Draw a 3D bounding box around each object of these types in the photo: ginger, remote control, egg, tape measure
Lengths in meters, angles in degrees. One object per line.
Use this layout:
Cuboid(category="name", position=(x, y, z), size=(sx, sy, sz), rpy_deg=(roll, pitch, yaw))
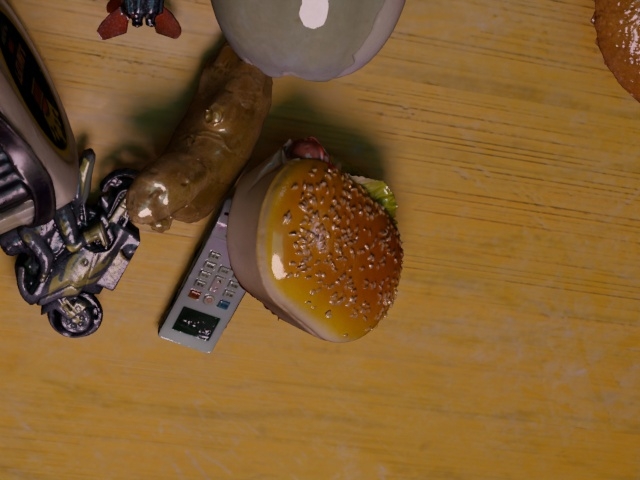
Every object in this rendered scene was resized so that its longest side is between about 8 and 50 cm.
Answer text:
Cuboid(category="ginger", position=(-0.103, -0.084, 1.445), size=(0.205, 0.081, 0.115), rpy_deg=(-54, 137, -13))
Cuboid(category="remote control", position=(-0.101, 0.035, 1.539), size=(0.065, 0.029, 0.166), rpy_deg=(20, 114, -21))
Cuboid(category="egg", position=(-0.007, -0.258, 1.332), size=(0.183, 0.183, 0.217), rpy_deg=(1, 123, -12))
Cuboid(category="tape measure", position=(-0.298, -0.096, 1.301), size=(0.133, 0.271, 0.231), rpy_deg=(-25, 116, 1))

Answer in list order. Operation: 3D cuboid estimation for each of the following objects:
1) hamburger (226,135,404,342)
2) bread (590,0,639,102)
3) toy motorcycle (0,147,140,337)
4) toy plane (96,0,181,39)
Cuboid(category="hamburger", position=(0.000, 0.000, 1.463), size=(0.116, 0.173, 0.210), rpy_deg=(-5, 148, 30))
Cuboid(category="bread", position=(0.361, -0.232, 1.444), size=(0.240, 0.139, 0.240), rpy_deg=(-4, 115, -9))
Cuboid(category="toy motorcycle", position=(-0.242, 0.002, 1.478), size=(0.124, 0.061, 0.193), rpy_deg=(20, 111, -17))
Cuboid(category="toy plane", position=(-0.155, -0.272, 1.365), size=(0.130, 0.061, 0.189), rpy_deg=(-6, 115, -34))
